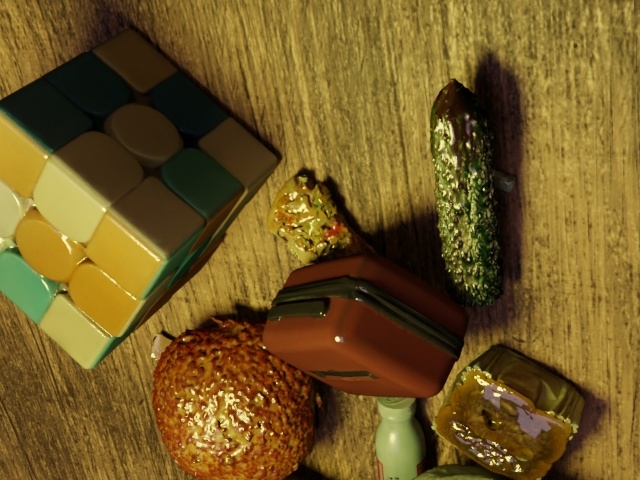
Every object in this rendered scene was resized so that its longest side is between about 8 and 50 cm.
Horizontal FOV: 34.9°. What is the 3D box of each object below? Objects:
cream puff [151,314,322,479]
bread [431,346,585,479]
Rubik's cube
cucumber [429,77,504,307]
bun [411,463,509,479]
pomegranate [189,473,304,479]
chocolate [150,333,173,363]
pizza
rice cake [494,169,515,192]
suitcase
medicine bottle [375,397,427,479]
[{"bbox_3d":[-0.169,0.304,1.857,0.350,0.228,0.350,9,107,30],"label":"cream puff"},{"bbox_3d":[0.305,0.286,1.654,0.210,0.110,0.192,31,130,10],"label":"bread"},{"bbox_3d":[-0.341,-0.070,1.654,0.347,0.346,0.344,41,131,0],"label":"Rubik's cube"},{"bbox_3d":[0.212,-0.065,1.457,0.096,0.096,0.359,11,132,26],"label":"cucumber"},{"bbox_3d":[0.296,0.513,1.697,0.362,0.211,0.362,38,175,4],"label":"bun"},{"bbox_3d":[-0.145,0.634,1.980,0.416,0.416,0.417,16,127,22],"label":"pomegranate"},{"bbox_3d":[-0.288,0.226,2.032,0.100,0.031,0.064,21,111,14],"label":"chocolate"},{"bbox_3d":[0.000,0.000,1.678,0.147,0.069,0.226,-32,101,39],"label":"pizza"},{"bbox_3d":[0.228,-0.102,1.499,0.121,0.021,0.022,23,134,19],"label":"rice cake"},{"bbox_3d":[0.063,0.137,1.583,0.236,0.161,0.297,31,161,-20],"label":"suitcase"},{"bbox_3d":[0.143,0.364,1.819,0.090,0.090,0.217,10,124,26],"label":"medicine bottle"}]
